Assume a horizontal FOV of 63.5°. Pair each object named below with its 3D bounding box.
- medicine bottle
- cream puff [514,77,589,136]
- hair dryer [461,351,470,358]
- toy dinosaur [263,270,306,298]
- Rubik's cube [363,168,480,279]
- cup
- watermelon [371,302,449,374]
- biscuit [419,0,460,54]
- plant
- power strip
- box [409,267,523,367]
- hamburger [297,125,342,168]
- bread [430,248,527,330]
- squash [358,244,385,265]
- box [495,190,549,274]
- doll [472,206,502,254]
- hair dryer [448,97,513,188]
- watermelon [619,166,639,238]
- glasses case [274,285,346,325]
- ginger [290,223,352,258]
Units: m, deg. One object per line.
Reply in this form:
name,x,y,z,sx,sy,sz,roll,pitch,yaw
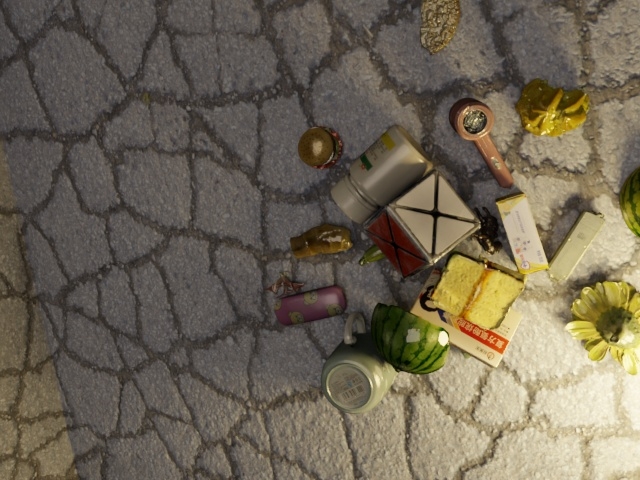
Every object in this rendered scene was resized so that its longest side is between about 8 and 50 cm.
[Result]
medicine bottle,0.214,-0.232,1.869,0.340,0.208,0.208,-41,83,21
cream puff,0.741,-0.422,1.666,0.221,0.195,0.194,18,104,20
hair dryer,0.539,0.363,1.943,0.071,0.047,0.150,-36,75,20
toy dinosaur,-0.153,0.185,2.168,0.220,0.032,0.108,-9,99,31
Rubik's cube,0.346,-0.049,1.781,0.260,0.259,0.254,-37,86,-18
cup,0.141,0.458,1.973,0.260,0.274,0.356,-5,98,20
watermelon,0.301,0.372,1.852,0.331,0.330,0.189,24,66,15
biscuit,0.413,-0.797,1.796,0.141,0.038,0.289,0,100,20
plant,0.982,0.262,1.683,0.306,0.297,0.261,35,78,28
power strip,0.863,0.018,1.756,0.078,0.052,0.272,30,108,13
box,0.517,0.278,1.871,0.353,0.069,0.214,29,78,15
hamburger,-0.008,-0.355,1.971,0.175,0.137,0.175,3,101,16
bread,0.528,0.162,1.744,0.264,0.236,0.198,22,69,12
squash,0.256,0.026,1.972,0.252,0.066,0.066,-27,89,21
box,0.681,-0.028,1.757,0.097,0.168,0.265,-18,90,19
doll,0.593,-0.023,1.820,0.057,0.165,0.139,-11,53,50
hair dryer,0.565,-0.316,1.746,0.125,0.210,0.352,-32,101,17
watermelon,1.047,-0.104,1.626,0.159,0.128,0.303,-18,92,21
glasses case,-0.044,0.269,2.116,0.317,0.076,0.123,-15,93,22
ginger,0.000,0.000,2.045,0.263,0.116,0.109,-12,54,26
